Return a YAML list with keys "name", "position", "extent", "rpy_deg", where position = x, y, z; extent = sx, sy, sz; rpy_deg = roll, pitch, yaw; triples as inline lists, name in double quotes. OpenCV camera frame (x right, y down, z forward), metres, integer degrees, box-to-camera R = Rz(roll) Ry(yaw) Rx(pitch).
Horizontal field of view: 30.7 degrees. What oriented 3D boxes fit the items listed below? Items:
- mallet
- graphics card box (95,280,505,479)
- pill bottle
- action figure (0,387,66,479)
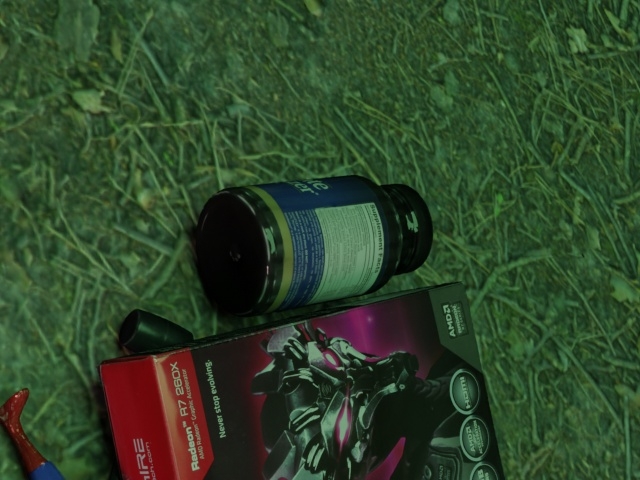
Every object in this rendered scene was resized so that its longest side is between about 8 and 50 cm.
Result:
- name: "mallet"
  position: [-0.152, 0.156, 1.013]
  extent: [0.062, 0.039, 0.189]
  rpy_deg: [19, 65, -32]
- name: "graphics card box"
  position: [0.000, 0.181, 1.052]
  extent: [0.371, 0.094, 0.232]
  rpy_deg: [-10, 87, -40]
- name: "pill bottle"
  position: [0.000, 0.000, 1.132]
  extent: [0.219, 0.123, 0.122]
  rpy_deg: [-9, 76, -39]
- name: "action figure"
  position: [-0.165, 0.233, 0.874]
  extent: [0.091, 0.139, 0.280]
  rpy_deg: [-30, 83, -44]
